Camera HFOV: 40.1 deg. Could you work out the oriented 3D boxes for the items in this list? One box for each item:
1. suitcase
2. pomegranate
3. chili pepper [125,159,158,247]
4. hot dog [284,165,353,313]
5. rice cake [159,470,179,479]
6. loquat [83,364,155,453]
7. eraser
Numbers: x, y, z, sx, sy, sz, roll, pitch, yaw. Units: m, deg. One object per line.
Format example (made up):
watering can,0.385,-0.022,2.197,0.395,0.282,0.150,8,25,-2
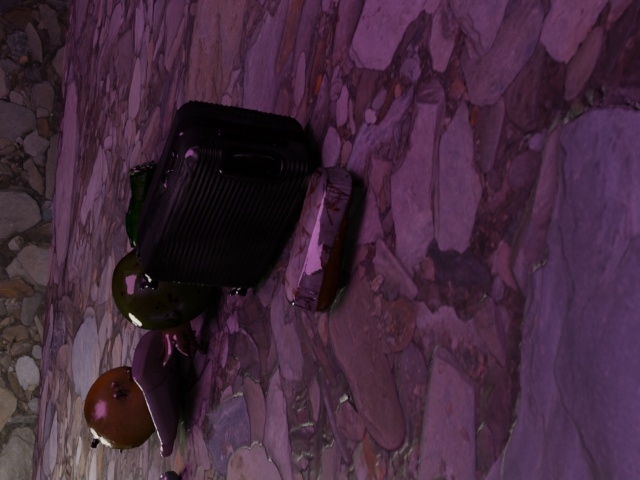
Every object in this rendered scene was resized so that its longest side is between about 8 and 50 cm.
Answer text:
suitcase,-0.149,-0.052,1.271,0.312,0.202,0.128,119,147,-41
pomegranate,-0.271,0.109,1.555,0.181,0.182,0.224,12,114,65
chili pepper,-0.424,-0.087,2.050,0.108,0.062,0.216,-137,56,-68
hot dog,0.000,0.000,1.109,0.108,0.059,0.191,-142,63,-64
rice cake,-0.312,0.499,1.689,0.207,0.033,0.033,-58,44,45
loquat,-0.399,0.332,1.786,0.204,0.150,0.172,-66,25,3
eraser,-0.301,0.252,1.665,0.243,0.059,0.204,-96,-4,-55
